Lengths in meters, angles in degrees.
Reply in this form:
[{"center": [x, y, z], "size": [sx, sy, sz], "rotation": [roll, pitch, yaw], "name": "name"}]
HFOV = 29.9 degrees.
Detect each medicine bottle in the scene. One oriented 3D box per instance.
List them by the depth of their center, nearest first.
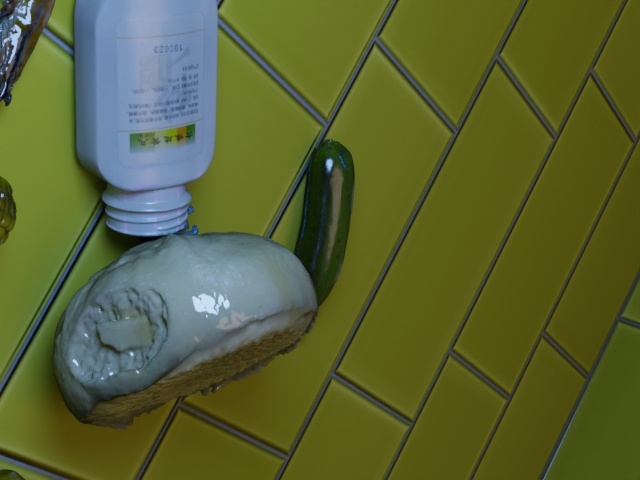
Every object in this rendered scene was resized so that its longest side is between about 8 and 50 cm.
[{"center": [-0.224, -0.172, 1.548], "size": [0.179, 0.124, 0.324], "rotation": [-15, 116, -37], "name": "medicine bottle"}]

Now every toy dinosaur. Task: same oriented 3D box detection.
[{"center": [-0.216, -0.012, 1.698], "size": [0.080, 0.045, 0.197], "rotation": [-22, 117, -28], "name": "toy dinosaur"}]

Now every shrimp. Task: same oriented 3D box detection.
[{"center": [-0.381, -0.251, 1.379], "size": [0.152, 0.046, 0.219], "rotation": [19, 88, -53], "name": "shrimp"}]

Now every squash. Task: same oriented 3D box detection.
[{"center": [0.000, 0.000, 1.932], "size": [0.087, 0.087, 0.331], "rotation": [-6, 113, -49], "name": "squash"}]

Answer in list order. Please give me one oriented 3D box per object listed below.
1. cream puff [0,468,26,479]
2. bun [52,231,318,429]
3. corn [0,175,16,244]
[{"center": [-0.428, 0.442, 1.539], "size": [0.282, 0.185, 0.281], "rotation": [-30, 131, -43], "name": "cream puff"}, {"center": [-0.189, 0.097, 1.592], "size": [0.364, 0.364, 0.202], "rotation": [-8, 70, -49], "name": "bun"}, {"center": [-0.480, -0.066, 1.294], "size": [0.363, 0.120, 0.120], "rotation": [23, 88, -49], "name": "corn"}]
